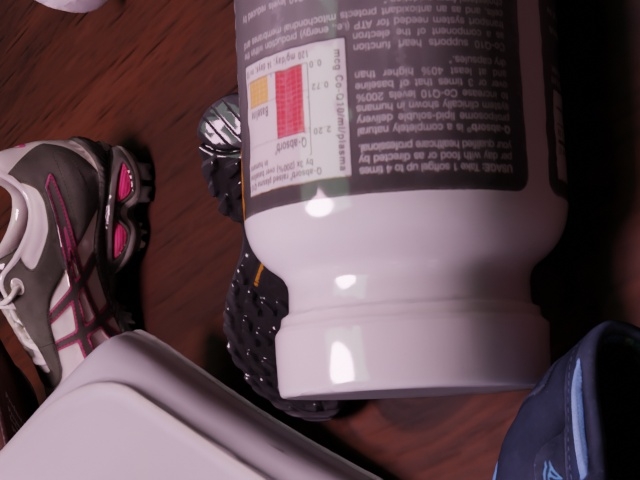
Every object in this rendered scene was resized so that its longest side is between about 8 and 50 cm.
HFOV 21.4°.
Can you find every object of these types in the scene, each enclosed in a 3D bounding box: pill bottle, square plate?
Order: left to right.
[{"bbox_3d":[-0.140,0.220,0.967,0.347,0.049,0.344,-48,41,-15],"label":"square plate"},{"bbox_3d":[0.039,-0.064,0.829,0.162,0.162,0.278,-15,75,59],"label":"pill bottle"}]

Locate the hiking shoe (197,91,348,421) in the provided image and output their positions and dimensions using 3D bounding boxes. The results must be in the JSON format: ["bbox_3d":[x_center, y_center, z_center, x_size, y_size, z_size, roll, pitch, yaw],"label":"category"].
[{"bbox_3d":[0.000,0.000,0.983,0.086,0.114,0.226,15,128,29],"label":"hiking shoe"}]

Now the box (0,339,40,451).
[{"bbox_3d":[-0.239,0.248,1.197,0.381,0.143,0.191,-113,1,-50],"label":"box"}]

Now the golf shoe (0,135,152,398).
[{"bbox_3d":[-0.199,0.058,1.277,0.105,0.120,0.272,-3,87,58],"label":"golf shoe"}]

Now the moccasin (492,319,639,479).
[{"bbox_3d":[0.148,0.171,0.644,0.342,0.138,0.116,-120,33,-41],"label":"moccasin"}]

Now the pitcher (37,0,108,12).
[{"bbox_3d":[-0.160,-0.290,1.243,0.207,0.126,0.177,130,149,-62],"label":"pitcher"}]
